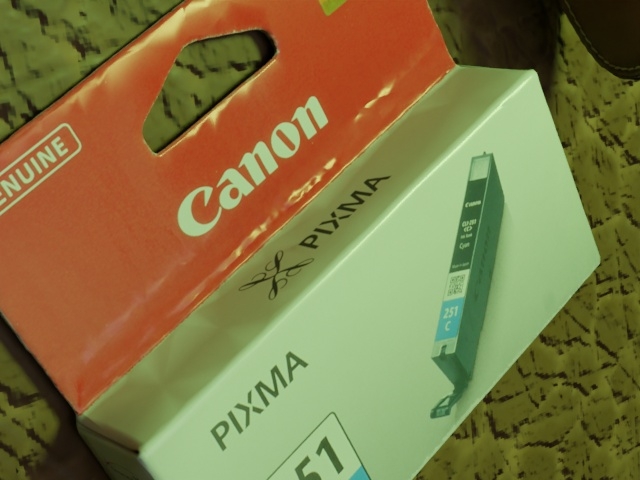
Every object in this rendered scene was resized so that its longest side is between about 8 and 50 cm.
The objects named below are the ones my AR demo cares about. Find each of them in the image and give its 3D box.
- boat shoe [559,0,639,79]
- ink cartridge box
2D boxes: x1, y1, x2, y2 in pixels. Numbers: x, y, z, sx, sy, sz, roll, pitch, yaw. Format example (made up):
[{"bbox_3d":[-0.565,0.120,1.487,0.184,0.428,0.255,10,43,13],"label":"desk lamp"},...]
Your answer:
[{"bbox_3d":[0.116,-0.215,0.651,0.104,0.111,0.307,-32,108,-28],"label":"boat shoe"},{"bbox_3d":[0.000,0.000,0.611,0.296,0.066,0.261,-44,125,-26],"label":"ink cartridge box"}]
